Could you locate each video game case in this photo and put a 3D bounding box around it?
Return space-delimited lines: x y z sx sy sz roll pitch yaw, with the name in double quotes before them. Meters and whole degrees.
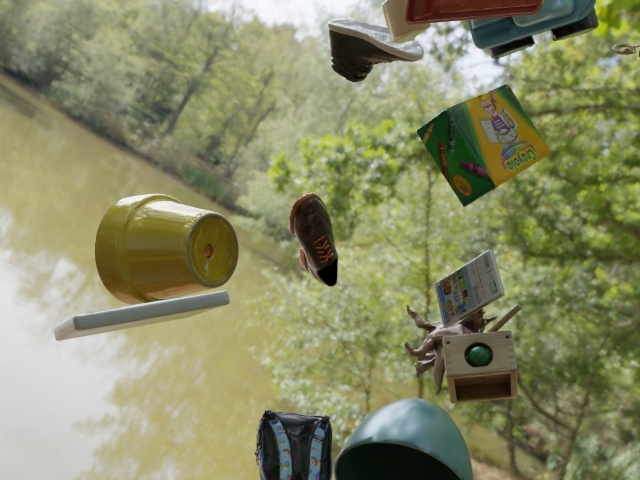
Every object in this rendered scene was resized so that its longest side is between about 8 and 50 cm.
"video game case" -0.261 0.108 1.187 0.212 0.023 0.193 -9 -6 -27
"video game case" 0.241 0.079 1.349 0.011 0.122 0.087 25 43 -36

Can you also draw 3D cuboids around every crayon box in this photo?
"crayon box" 0.312 -0.184 1.552 0.278 0.081 0.165 -29 86 -50

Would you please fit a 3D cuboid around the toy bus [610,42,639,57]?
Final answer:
"toy bus" 0.648 -0.365 1.451 0.202 0.104 0.191 -11 37 -6

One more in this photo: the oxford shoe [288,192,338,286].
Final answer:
"oxford shoe" 0.000 0.000 1.847 0.098 0.097 0.271 50 -15 35

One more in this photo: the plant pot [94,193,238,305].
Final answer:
"plant pot" -0.320 0.021 1.808 0.239 0.254 0.254 -1 -19 37

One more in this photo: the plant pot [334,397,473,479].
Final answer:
"plant pot" 0.196 0.455 1.771 0.290 0.290 0.195 30 42 -1

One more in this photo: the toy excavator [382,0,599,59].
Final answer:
"toy excavator" 0.367 -0.513 1.733 0.433 0.222 0.445 -15 3 15

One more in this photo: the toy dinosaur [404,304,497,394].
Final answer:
"toy dinosaur" 0.305 0.223 1.893 0.295 0.200 0.127 -71 146 -64

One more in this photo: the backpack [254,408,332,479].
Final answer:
"backpack" -0.054 0.441 1.657 0.158 0.117 0.173 8 50 -15

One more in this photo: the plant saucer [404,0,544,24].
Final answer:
"plant saucer" 0.247 -0.447 1.214 0.048 0.258 0.259 5 5 -41

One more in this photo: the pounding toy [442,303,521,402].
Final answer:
"pounding toy" 0.266 0.186 1.340 0.130 0.100 0.141 -7 -35 9

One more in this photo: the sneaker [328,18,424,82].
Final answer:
"sneaker" 0.144 -0.482 2.186 0.296 0.147 0.104 25 40 31
